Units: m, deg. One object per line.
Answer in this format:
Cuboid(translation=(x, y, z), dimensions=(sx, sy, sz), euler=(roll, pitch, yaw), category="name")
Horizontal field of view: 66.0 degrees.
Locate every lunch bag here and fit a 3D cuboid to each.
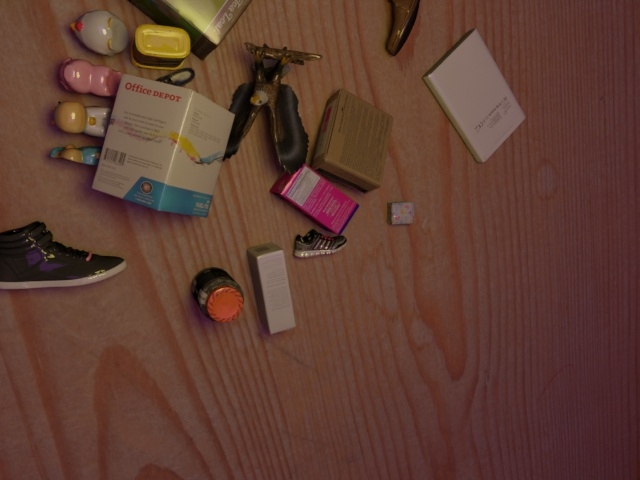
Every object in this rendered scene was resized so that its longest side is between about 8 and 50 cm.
Cuboid(translation=(0.257, -0.088, 1.565), dimensions=(0.083, 0.053, 0.071), euler=(-4, 99, -13), category="lunch bag")

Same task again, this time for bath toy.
Cuboid(translation=(-0.541, -0.355, 1.139), dimensions=(0.128, 0.151, 0.349), euler=(11, 96, 11), category="bath toy")

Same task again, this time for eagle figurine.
Cuboid(translation=(-0.143, -0.344, 1.269), dimensions=(0.225, 0.226, 0.299), euler=(-16, 125, -44), category="eagle figurine")

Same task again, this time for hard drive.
Cuboid(translation=(0.508, -0.464, 1.605), dimensions=(0.233, 0.047, 0.353), euler=(-46, 114, -9), category="hard drive")

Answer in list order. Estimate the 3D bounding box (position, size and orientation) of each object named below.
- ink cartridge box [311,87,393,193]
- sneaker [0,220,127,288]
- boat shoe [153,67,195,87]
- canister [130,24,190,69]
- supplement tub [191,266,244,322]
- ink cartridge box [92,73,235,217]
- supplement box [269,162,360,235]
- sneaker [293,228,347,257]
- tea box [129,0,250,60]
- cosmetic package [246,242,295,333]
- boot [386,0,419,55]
Cuboid(translation=(0.093, -0.279, 1.400), dimensions=(0.193, 0.088, 0.235), euler=(22, 70, -24), category="ink cartridge box")
Cuboid(translation=(-0.625, 0.027, 1.178), dimensions=(0.295, 0.104, 0.147), euler=(-4, 106, -18), category="sneaker")
Cuboid(translation=(-0.379, -0.397, 1.241), dimensions=(0.142, 0.040, 0.049), euler=(-35, 111, -14), category="boat shoe")
Cuboid(translation=(-0.378, -0.452, 1.160), dimensions=(0.126, 0.170, 0.074), euler=(-3, 101, -22), category="canister")
Cuboid(translation=(-0.271, 0.144, 1.304), dimensions=(0.116, 0.190, 0.117), euler=(-4, 101, -22), category="supplement tub")
Cuboid(translation=(-0.361, -0.214, 1.157), dimensions=(0.198, 0.197, 0.270), euler=(18, 94, 19), category="ink cartridge box")
Cuboid(translation=(-0.017, -0.122, 1.408), dimensions=(0.220, 0.111, 0.114), euler=(36, 85, -24), category="supplement box")
Cuboid(translation=(0.000, 0.000, 1.463), dimensions=(0.170, 0.063, 0.075), euler=(-11, 110, -16), category="sneaker")
Cuboid(translation=(-0.291, -0.663, 1.132), dimensions=(0.323, 0.220, 0.329), euler=(37, 85, -23), category="tea box")
Cuboid(translation=(-0.139, 0.134, 1.401), dimensions=(0.085, 0.117, 0.231), euler=(-15, 106, -19), category="cosmetic package")
Cuboid(translation=(0.236, -0.697, 1.436), dimensions=(0.115, 0.112, 0.306), euler=(19, 97, 5), category="boot")
